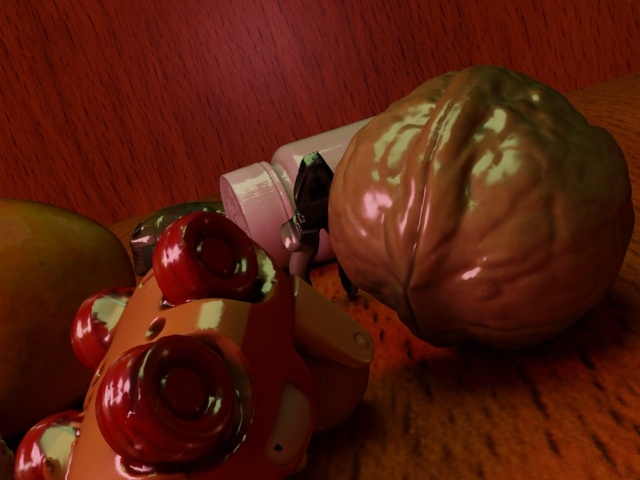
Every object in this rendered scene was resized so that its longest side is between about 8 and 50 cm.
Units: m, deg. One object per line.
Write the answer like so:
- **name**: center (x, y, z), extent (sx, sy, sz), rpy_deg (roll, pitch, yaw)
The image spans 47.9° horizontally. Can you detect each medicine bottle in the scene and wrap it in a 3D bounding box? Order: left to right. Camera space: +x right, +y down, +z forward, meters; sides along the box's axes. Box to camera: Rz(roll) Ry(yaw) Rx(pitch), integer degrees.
- **medicine bottle**: center (0.034, -0.085, 1.248), extent (0.378, 0.214, 0.213), rpy_deg (-19, 12, -16)

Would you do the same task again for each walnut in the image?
- **walnut**: center (0.151, -0.031, 0.704), extent (0.313, 0.277, 0.252), rpy_deg (-41, -11, -50)

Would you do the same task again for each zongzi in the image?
- **zongzi**: center (-0.251, -0.032, 1.618), extent (0.286, 0.139, 0.300), rpy_deg (-11, 11, 14)

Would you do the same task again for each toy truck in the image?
- **toy truck**: center (-0.069, 0.122, 0.557), extent (0.189, 0.239, 0.265), rpy_deg (-36, 30, 36)

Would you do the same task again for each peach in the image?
- **peach**: center (-0.375, 0.083, 0.858), extent (0.307, 0.308, 0.332), rpy_deg (-5, 13, 45)

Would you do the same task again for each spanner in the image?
- **spanner**: center (0.000, 0.000, 0.855), extent (0.095, 0.040, 0.325), rpy_deg (-21, -29, -9)

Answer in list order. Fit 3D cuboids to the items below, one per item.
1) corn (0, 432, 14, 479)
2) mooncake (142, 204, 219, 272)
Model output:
- **corn**: center (-0.425, 0.222, 0.673), extent (0.346, 0.130, 0.130), rpy_deg (-11, 13, 24)
- **mooncake**: center (-0.223, 0.019, 1.246), extent (0.104, 0.175, 0.168), rpy_deg (-14, -31, 32)
